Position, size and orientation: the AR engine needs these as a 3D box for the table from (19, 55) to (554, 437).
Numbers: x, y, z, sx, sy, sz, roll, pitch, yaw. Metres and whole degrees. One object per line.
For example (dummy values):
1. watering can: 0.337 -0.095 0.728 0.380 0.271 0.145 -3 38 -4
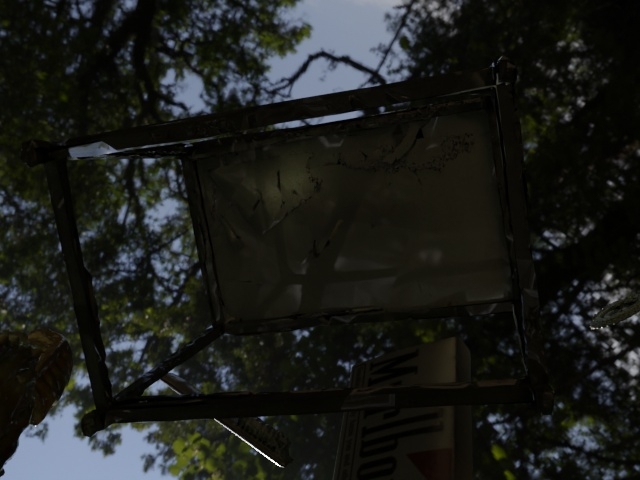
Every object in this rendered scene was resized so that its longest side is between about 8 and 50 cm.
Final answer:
1. table: 0.000 0.000 0.550 0.335 0.222 0.272 -7 -173 14

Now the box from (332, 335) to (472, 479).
1. box: 0.066 0.164 0.535 0.036 0.115 0.177 51 -149 -28

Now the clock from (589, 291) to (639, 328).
1. clock: 0.338 0.079 0.736 0.083 0.074 0.010 -24 -96 -56

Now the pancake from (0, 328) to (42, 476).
1. pancake: -0.182 0.110 0.260 0.054 0.376 0.197 26 -131 14

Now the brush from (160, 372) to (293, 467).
1. brush: -0.109 0.201 0.771 0.190 0.027 0.034 29 -174 20

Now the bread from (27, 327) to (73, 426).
1. bread: -0.519 0.238 1.218 0.128 0.088 0.232 59 177 -15
